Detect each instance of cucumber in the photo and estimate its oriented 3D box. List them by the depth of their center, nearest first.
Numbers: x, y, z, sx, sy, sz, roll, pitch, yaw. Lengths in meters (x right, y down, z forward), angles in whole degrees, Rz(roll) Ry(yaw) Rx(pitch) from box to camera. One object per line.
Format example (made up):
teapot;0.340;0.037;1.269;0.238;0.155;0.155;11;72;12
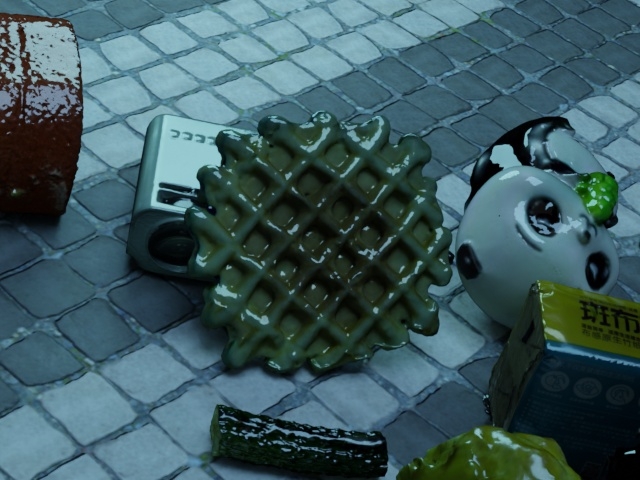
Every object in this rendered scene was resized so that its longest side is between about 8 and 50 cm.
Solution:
cucumber;-0.021;0.212;1.368;0.187;0.058;0.058;11;38;-9

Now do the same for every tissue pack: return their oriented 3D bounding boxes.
tissue pack;0.336;0.163;1.445;0.271;0.192;0.134;13;39;-5

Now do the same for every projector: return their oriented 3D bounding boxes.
projector;-0.101;-0.039;1.610;0.250;0.108;0.198;10;38;-10

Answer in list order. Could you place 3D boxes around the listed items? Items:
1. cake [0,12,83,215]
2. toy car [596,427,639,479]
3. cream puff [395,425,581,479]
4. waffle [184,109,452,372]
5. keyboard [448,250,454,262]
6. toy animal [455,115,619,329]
cake;-0.373;-0.163;1.607;0.151;0.177;0.283;2;41;-17
toy car;0.318;0.333;1.233;0.118;0.193;0.301;12;40;-17
cream puff;0.144;0.300;1.153;0.185;0.282;0.282;-22;52;-38
waffle;0.000;0.000;1.490;0.309;0.291;0.056;-7;0;-14
keyboard;0.090;0.037;1.656;0.060;0.018;0.195;41;44;25
toy animal;0.274;-0.018;1.635;0.213;0.212;0.266;14;34;-3
